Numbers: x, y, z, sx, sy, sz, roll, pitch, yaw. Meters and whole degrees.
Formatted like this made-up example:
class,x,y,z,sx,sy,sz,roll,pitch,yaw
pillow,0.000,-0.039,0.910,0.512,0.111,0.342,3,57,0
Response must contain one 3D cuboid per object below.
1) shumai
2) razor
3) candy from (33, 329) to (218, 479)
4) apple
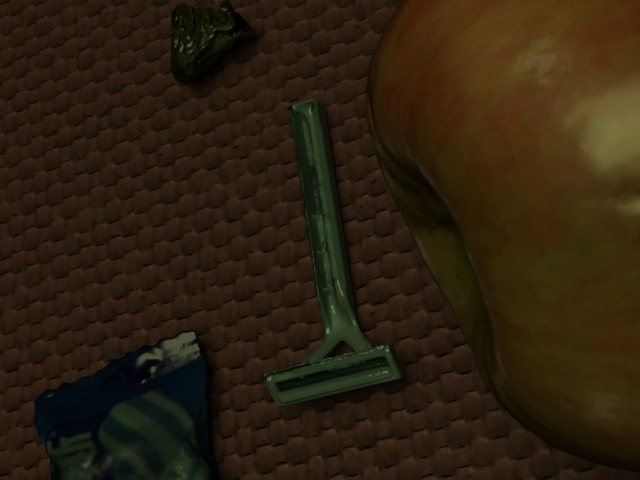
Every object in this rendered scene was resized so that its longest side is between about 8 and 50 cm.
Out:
class,x,y,z,sx,sy,sz,roll,pitch,yaw
shumai,-0.102,-0.190,1.218,0.081,0.083,0.082,2,103,-5
razor,0.004,0.003,1.106,0.111,0.056,0.277,-16,60,19
candy,-0.153,0.249,1.080,0.187,0.077,0.331,-21,63,16
apple,0.232,-0.043,0.826,0.347,0.391,0.391,-24,64,1
